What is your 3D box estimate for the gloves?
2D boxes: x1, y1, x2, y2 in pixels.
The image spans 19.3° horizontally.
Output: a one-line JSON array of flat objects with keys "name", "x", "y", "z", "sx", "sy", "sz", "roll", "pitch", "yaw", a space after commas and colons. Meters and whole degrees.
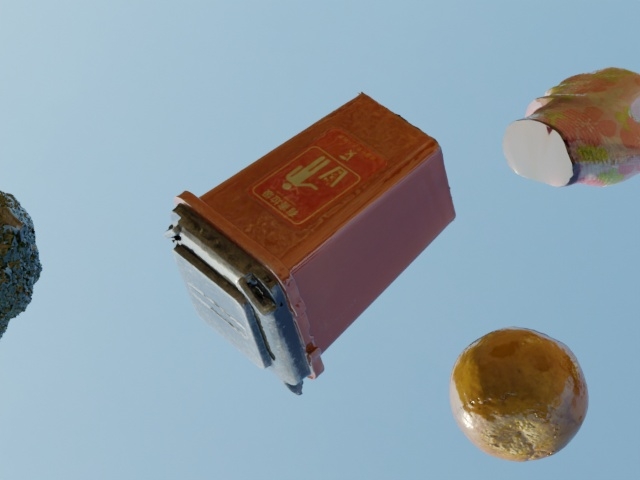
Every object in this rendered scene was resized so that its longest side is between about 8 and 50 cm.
[{"name": "gloves", "x": 0.302, "y": -0.119, "z": 1.879, "sx": 0.241, "sy": 0.126, "sz": 0.145, "roll": -28, "pitch": -177, "yaw": -35}]

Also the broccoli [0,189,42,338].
[{"name": "broccoli", "x": -0.308, "y": 0.017, "z": 1.595, "sx": 0.138, "sy": 0.146, "sz": 0.162, "roll": -30, "pitch": -160, "yaw": 30}]

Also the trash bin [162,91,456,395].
[{"name": "trash bin", "x": 0.000, "y": 0.000, "z": 1.679, "sx": 0.239, "sy": 0.184, "sz": 0.161, "roll": -38, "pitch": -128, "yaw": -20}]

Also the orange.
[{"name": "orange", "x": 0.117, "y": 0.091, "z": 1.115, "sx": 0.083, "sy": 0.083, "sz": 0.070, "roll": -13, "pitch": -140, "yaw": 23}]
